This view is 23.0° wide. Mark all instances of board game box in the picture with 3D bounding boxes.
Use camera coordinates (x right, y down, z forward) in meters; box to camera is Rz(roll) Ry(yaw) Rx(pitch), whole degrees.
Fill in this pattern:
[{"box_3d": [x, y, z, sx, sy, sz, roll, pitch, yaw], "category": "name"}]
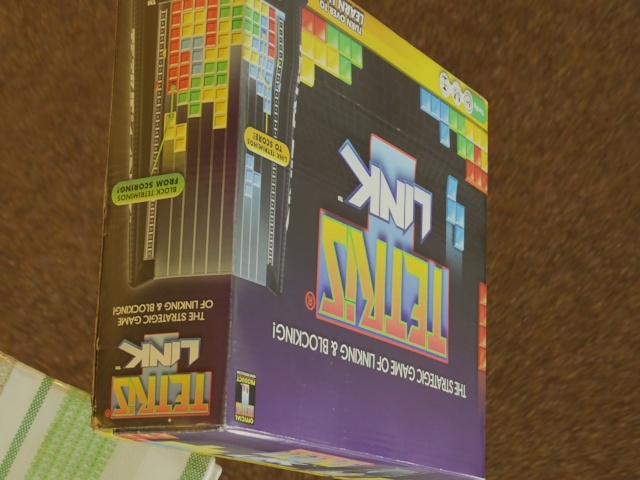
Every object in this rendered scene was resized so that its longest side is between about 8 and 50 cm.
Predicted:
[{"box_3d": [0.000, 0.000, 0.493, 0.048, 0.170, 0.141, -7, 75, 28], "category": "board game box"}]

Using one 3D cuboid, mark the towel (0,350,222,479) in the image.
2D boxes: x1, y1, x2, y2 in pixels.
[{"box_3d": [-0.132, 0.106, 0.652, 0.152, 0.023, 0.113, 27, 95, -4], "category": "towel"}]
